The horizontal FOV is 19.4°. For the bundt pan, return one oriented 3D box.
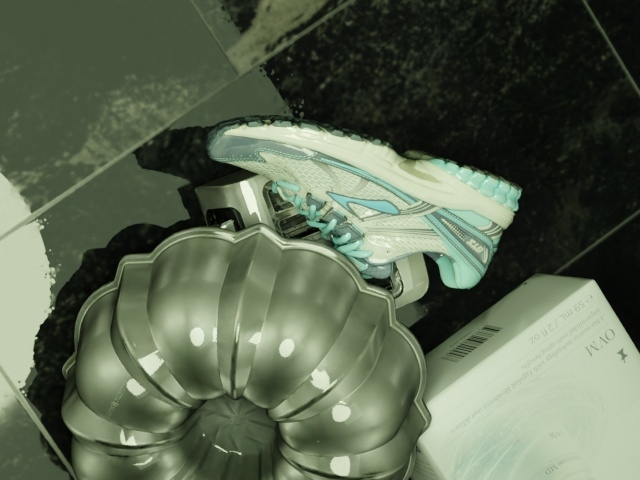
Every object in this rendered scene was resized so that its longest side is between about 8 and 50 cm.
[{"bbox_3d":[-0.073,0.158,1.599,0.330,0.124,0.331,3,113,7],"label":"bundt pan"}]

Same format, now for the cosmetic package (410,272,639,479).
[{"bbox_3d":[0.203,0.186,1.756,0.224,0.138,0.225,-36,102,-13],"label":"cosmetic package"}]

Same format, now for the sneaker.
[{"bbox_3d":[0.032,-0.030,1.602,0.283,0.110,0.122,15,93,-14],"label":"sneaker"}]

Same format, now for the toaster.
[{"bbox_3d":[0.000,0.000,1.704,0.185,0.110,0.168,-21,98,-15],"label":"toaster"}]
